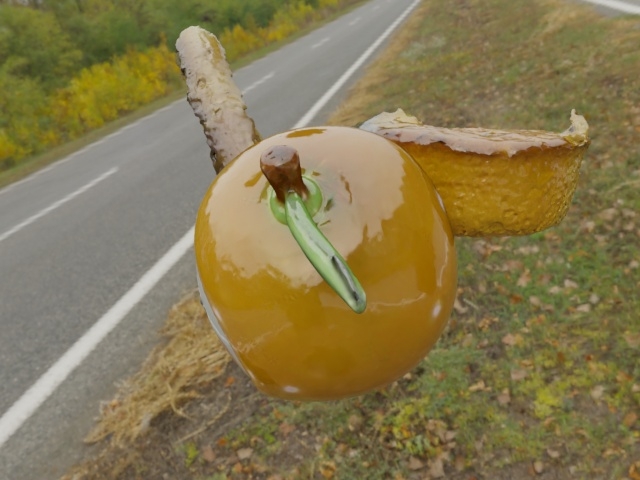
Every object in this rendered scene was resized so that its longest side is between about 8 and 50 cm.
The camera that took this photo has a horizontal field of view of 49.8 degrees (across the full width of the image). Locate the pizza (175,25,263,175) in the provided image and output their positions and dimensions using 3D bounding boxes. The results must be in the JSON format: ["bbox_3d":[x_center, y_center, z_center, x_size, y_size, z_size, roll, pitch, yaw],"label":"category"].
[{"bbox_3d":[-0.054,-0.023,0.923,0.080,0.435,0.392,-26,48,5],"label":"pizza"}]

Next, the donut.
[{"bbox_3d":[0.139,-0.077,0.686,0.253,0.119,0.253,1,16,0],"label":"donut"}]

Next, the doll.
[{"bbox_3d":[0.000,0.000,0.497,0.213,0.236,0.214,-3,63,6],"label":"doll"}]
